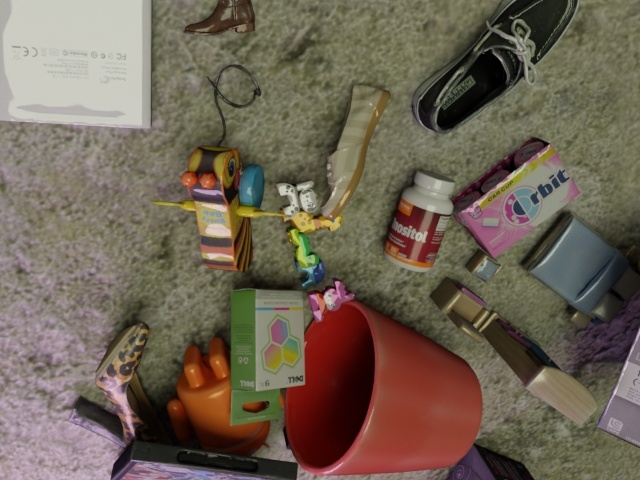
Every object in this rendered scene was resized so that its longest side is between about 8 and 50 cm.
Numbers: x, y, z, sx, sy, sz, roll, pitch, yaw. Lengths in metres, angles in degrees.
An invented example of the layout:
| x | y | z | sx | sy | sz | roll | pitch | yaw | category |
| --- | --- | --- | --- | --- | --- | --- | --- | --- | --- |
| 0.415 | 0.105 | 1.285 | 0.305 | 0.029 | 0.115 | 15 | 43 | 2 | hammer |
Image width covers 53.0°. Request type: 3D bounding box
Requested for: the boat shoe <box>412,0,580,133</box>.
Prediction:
| x | y | z | sx | sy | sz | roll | pitch | yaw | category |
| --- | --- | --- | --- | --- | --- | --- | --- | --- | --- |
| 0.272 | -0.275 | 0.953 | 0.306 | 0.105 | 0.113 | -37 | 112 | 4 | boat shoe |

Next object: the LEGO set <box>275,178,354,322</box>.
| x | y | z | sx | sy | sz | roll | pitch | yaw | category |
| --- | --- | --- | --- | --- | --- | --- | --- | --- | --- |
| 0.000 | 0.000 | 1.018 | 0.093 | 0.087 | 0.227 | -17 | 106 | -7 | LEGO set |

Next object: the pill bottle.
| x | y | z | sx | sy | sz | roll | pitch | yaw | category |
| --- | --- | --- | --- | --- | --- | --- | --- | --- | --- |
| 0.162 | -0.032 | 1.033 | 0.086 | 0.086 | 0.151 | 12 | 107 | -15 | pill bottle |

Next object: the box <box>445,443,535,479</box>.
| x | y | z | sx | sy | sz | roll | pitch | yaw | category |
| --- | --- | --- | --- | --- | --- | --- | --- | --- | --- |
| 0.334 | 0.530 | 1.187 | 0.142 | 0.247 | 0.163 | 27 | 103 | -17 | box |

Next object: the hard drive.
| x | y | z | sx | sy | sz | roll | pitch | yaw | category |
| --- | --- | --- | --- | --- | --- | --- | --- | --- | --- |
| -0.333 | -0.317 | 0.856 | 0.210 | 0.040 | 0.318 | 1 | 110 | -12 | hard drive |

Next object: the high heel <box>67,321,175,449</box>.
| x | y | z | sx | sy | sz | roll | pitch | yaw | category |
| --- | --- | --- | --- | --- | --- | --- | --- | --- | --- |
| -0.277 | 0.248 | 1.042 | 0.186 | 0.093 | 0.261 | 30 | 118 | -13 | high heel |

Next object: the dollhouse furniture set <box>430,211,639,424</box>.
| x | y | z | sx | sy | sz | roll | pitch | yaw | category |
| --- | --- | --- | --- | --- | --- | --- | --- | --- | --- |
| 0.408 | 0.090 | 1.065 | 0.286 | 0.198 | 0.303 | 35 | 100 | -21 | dollhouse furniture set |

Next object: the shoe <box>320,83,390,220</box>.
| x | y | z | sx | sy | sz | roll | pitch | yaw | category |
| --- | --- | --- | --- | --- | --- | --- | --- | --- | --- |
| 0.039 | -0.134 | 0.962 | 0.058 | 0.076 | 0.218 | 23 | 81 | -9 | shoe |

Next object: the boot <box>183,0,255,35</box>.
| x | y | z | sx | sy | sz | roll | pitch | yaw | category |
| --- | --- | --- | --- | --- | --- | --- | --- | --- | --- |
| -0.144 | -0.344 | 0.884 | 0.107 | 0.037 | 0.114 | -13 | 116 | -20 | boot |

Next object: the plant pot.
| x | y | z | sx | sy | sz | roll | pitch | yaw | category |
| --- | --- | --- | --- | --- | --- | --- | --- | --- | --- |
| 0.111 | 0.255 | 1.049 | 0.243 | 0.275 | 0.274 | 19 | 106 | -26 | plant pot |

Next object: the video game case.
| x | y | z | sx | sy | sz | roll | pitch | yaw | category |
| --- | --- | --- | --- | --- | --- | --- | --- | --- | --- |
| -0.200 | 0.378 | 1.044 | 0.248 | 0.035 | 0.275 | 15 | 151 | -17 | video game case |

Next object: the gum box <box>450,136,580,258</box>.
| x | y | z | sx | sy | sz | roll | pitch | yaw | category |
| --- | --- | --- | --- | --- | --- | --- | --- | --- | --- |
| 0.315 | -0.068 | 1.061 | 0.188 | 0.062 | 0.107 | -38 | 112 | 4 | gum box |

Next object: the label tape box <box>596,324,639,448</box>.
| x | y | z | sx | sy | sz | roll | pitch | yaw | category |
| --- | --- | --- | --- | --- | --- | --- | --- | --- | --- |
| 0.596 | 0.156 | 1.081 | 0.241 | 0.106 | 0.333 | -31 | 136 | -45 | label tape box |

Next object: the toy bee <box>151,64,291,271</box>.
| x | y | z | sx | sy | sz | roll | pitch | yaw | category |
| --- | --- | --- | --- | --- | --- | --- | --- | --- | --- |
| -0.156 | -0.073 | 0.912 | 0.195 | 0.162 | 0.298 | -14 | 109 | 19 | toy bee |

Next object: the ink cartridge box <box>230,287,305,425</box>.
| x | y | z | sx | sy | sz | roll | pitch | yaw | category |
| --- | --- | --- | --- | --- | --- | --- | --- | --- | --- |
| -0.082 | 0.181 | 1.008 | 0.109 | 0.062 | 0.209 | 8 | 79 | -49 | ink cartridge box |

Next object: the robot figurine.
| x | y | z | sx | sy | sz | roll | pitch | yaw | category |
| --- | --- | --- | --- | --- | --- | --- | --- | --- | --- |
| -0.156 | 0.271 | 1.062 | 0.158 | 0.128 | 0.219 | -36 | 119 | -38 | robot figurine |

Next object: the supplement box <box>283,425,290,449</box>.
| x | y | z | sx | sy | sz | roll | pitch | yaw | category |
| --- | --- | --- | --- | --- | --- | --- | --- | --- | --- |
| -0.012 | 0.333 | 1.151 | 0.083 | 0.056 | 0.083 | 18 | 106 | -17 | supplement box |
